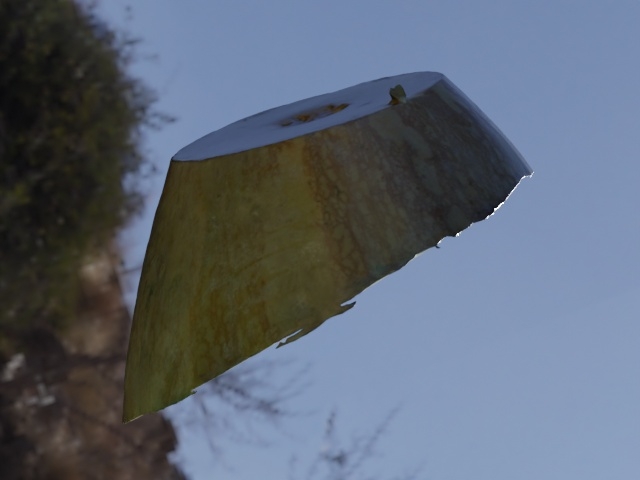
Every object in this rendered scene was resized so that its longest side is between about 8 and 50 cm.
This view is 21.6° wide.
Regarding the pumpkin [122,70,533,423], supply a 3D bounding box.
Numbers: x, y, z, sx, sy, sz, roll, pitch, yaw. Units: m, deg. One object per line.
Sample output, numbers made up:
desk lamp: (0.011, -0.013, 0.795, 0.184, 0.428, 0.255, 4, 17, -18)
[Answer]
pumpkin: (-0.011, -0.013, 0.762, 0.217, 0.217, 0.110, -28, -94, 61)
